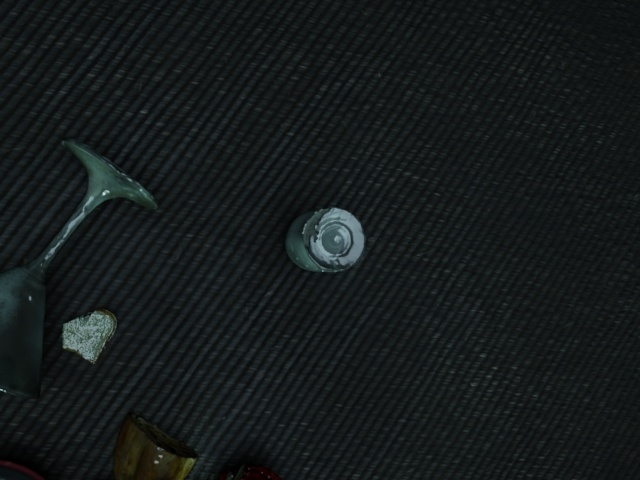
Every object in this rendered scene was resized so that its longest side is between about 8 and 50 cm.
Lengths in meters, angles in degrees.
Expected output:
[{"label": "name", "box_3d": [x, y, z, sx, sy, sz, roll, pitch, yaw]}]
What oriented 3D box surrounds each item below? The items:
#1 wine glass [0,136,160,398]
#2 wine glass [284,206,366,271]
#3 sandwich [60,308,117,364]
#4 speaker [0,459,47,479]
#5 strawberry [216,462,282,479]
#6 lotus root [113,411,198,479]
[{"label": "wine glass", "box_3d": [-0.488, 0.035, 1.114, 0.267, 0.267, 0.406, 35, 78, -10]}, {"label": "wine glass", "box_3d": [0.000, 0.000, 1.227, 0.127, 0.241, 0.126, 0, 90, -14]}, {"label": "sandwich", "box_3d": [-0.446, 0.173, 1.224, 0.093, 0.036, 0.104, 33, 81, -10]}, {"label": "speaker", "box_3d": [-0.572, 0.515, 1.049, 0.295, 0.294, 0.294, 0, 89, -13]}, {"label": "strawberry", "box_3d": [-0.131, 0.528, 1.231, 0.201, 0.184, 0.186, 39, 82, -34]}, {"label": "lotus root", "box_3d": [-0.325, 0.426, 1.222, 0.159, 0.095, 0.135, 21, 88, -6]}]
